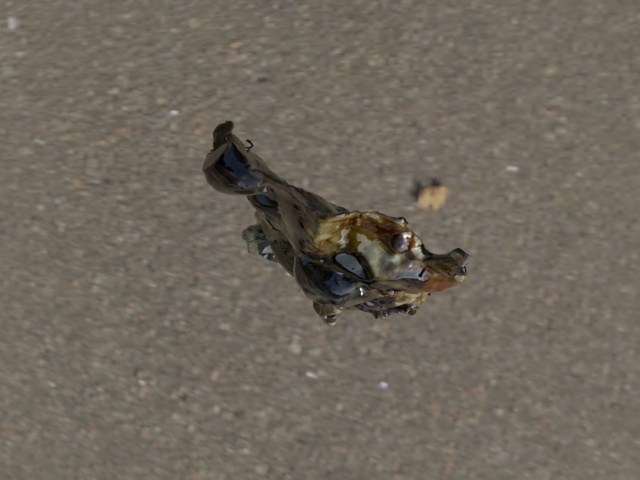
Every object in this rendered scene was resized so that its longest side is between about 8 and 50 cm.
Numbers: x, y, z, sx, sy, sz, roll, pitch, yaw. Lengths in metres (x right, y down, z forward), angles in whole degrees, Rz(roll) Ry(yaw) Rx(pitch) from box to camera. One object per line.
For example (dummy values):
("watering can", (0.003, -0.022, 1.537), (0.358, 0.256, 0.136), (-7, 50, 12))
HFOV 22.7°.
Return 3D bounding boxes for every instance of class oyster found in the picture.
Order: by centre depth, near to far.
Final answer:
("oyster", (-0.002, -0.001, 1.307), (0.221, 0.361, 0.096), (37, 85, 2))
